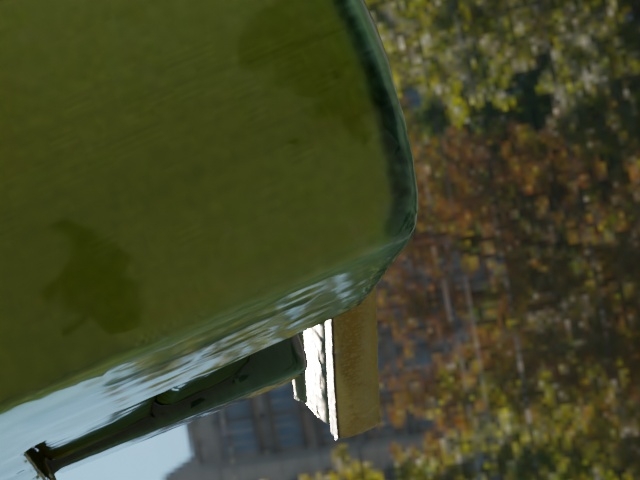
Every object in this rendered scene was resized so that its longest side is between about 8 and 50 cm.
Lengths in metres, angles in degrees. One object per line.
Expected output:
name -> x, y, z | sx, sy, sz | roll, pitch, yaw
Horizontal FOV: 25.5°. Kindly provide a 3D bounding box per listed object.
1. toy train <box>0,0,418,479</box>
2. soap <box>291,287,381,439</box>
toy train -> -0.120, 0.025, 0.473 | 0.397, 0.253, 0.160 | 119, 127, -74
soap -> 0.001, 0.000, 0.925 | 0.092, 0.037, 0.252 | -144, 47, -61
